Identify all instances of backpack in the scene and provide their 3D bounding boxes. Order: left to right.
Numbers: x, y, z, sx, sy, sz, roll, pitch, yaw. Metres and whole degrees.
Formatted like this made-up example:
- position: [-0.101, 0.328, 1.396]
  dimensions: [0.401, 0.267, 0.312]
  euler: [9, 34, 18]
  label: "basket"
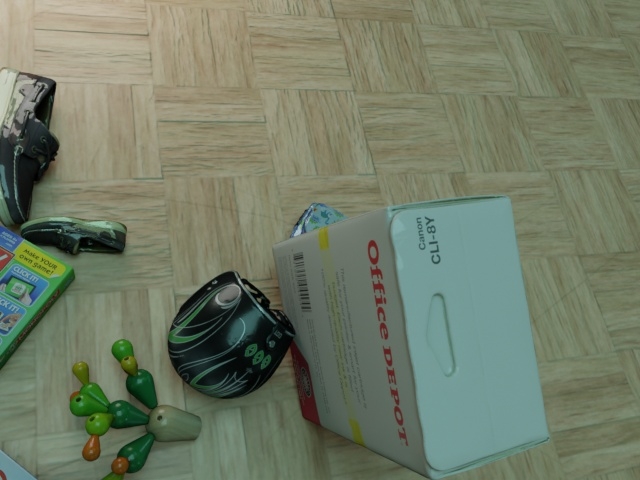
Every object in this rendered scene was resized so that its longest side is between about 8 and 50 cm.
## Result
- position: [0.000, 0.000, 1.025]
  dimensions: [0.105, 0.084, 0.114]
  euler: [30, 62, 1]
  label: "backpack"

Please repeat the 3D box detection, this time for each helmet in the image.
- position: [-0.134, 0.142, 0.860]
  dimensions: [0.161, 0.169, 0.169]
  euler: [-43, 82, 0]
  label: "helmet"

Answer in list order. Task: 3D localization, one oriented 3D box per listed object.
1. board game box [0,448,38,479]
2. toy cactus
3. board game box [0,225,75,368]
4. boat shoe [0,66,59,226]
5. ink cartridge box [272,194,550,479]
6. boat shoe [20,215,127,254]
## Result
- position: [-0.372, 0.434, 0.660]
  dimensions: [0.308, 0.086, 0.302]
  euler: [33, 59, 12]
  label: "board game box"
- position: [-0.253, 0.248, 0.819]
  dimensions: [0.181, 0.112, 0.218]
  euler: [22, 38, -32]
  label: "toy cactus"
- position: [-0.548, 0.047, 0.849]
  dimensions: [0.318, 0.046, 0.213]
  euler: [30, 60, -2]
  label: "board game box"
- position: [-0.458, -0.154, 0.947]
  dimensions: [0.093, 0.102, 0.285]
  euler: [-4, 60, -14]
  label: "boat shoe"
- position: [0.087, 0.110, 0.786]
  dimensions: [0.161, 0.385, 0.278]
  euler: [-8, 88, -22]
  label: "ink cartridge box"
- position: [-0.374, -0.004, 0.923]
  dimensions: [0.152, 0.056, 0.049]
  euler: [-1, 60, -18]
  label: "boat shoe"
